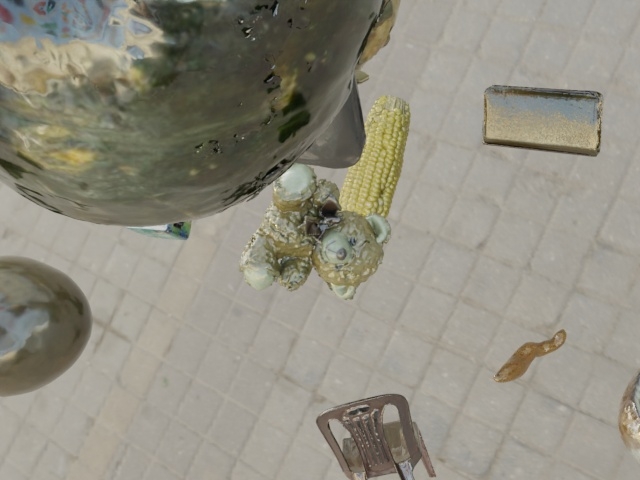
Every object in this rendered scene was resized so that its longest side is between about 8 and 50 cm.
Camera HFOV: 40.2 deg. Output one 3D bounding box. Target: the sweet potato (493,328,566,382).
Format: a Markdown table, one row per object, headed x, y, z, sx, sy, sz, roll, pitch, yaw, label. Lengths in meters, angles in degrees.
| x | y | z | sx | sy | sz | roll | pitch | yaw | label |
| --- | --- | --- | --- | --- | --- | --- | --- | --- | --- |
| 0.338 | 0.190 | 1.430 | 0.044 | 0.179 | 0.044 | 30 | 132 | 40 | sweet potato |

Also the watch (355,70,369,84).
| x | y | z | sx | sy | sz | roll | pitch | yaw | label |
| --- | --- | --- | --- | --- | --- | --- | --- | --- | --- |
| -0.045 | -0.284 | 1.678 | 0.268 | 0.102 | 0.165 | 26 | 115 | 25 | watch |

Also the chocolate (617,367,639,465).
| x | y | z | sx | sy | sz | roll | pitch | yaw | label |
| --- | --- | --- | --- | --- | --- | --- | --- | --- | --- |
| 0.464 | 0.280 | 1.080 | 0.254 | 0.157 | 0.080 | 40 | 127 | 7 | chocolate |

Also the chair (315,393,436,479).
| x | y | z | sx | sy | sz | roll | pitch | yaw | label |
| --- | --- | --- | --- | --- | --- | --- | --- | --- | --- |
| 0.110 | 0.397 | 1.689 | 0.175 | 0.326 | 0.183 | -15 | 21 | 7 | chair |

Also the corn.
| x | y | z | sx | sy | sz | roll | pitch | yaw | label |
| --- | --- | --- | --- | --- | --- | --- | --- | --- | --- |
| 0.127 | -0.172 | 2.050 | 0.130 | 0.130 | 0.347 | 11 | 82 | 31 | corn |

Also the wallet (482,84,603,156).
| x | y | z | sx | sy | sz | roll | pitch | yaw | label |
| --- | --- | --- | --- | --- | --- | --- | --- | --- | --- |
| 0.367 | -0.201 | 1.459 | 0.198 | 0.031 | 0.110 | 10 | 118 | 30 | wallet |

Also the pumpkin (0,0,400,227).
| x | y | z | sx | sy | sz | roll | pitch | yaw | label |
| --- | --- | --- | --- | --- | --- | --- | --- | --- | --- |
| -0.106 | -0.222 | 0.655 | 0.344 | 0.454 | 0.454 | 15 | 80 | 5 | pumpkin |

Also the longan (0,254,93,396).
| x | y | z | sx | sy | sz | roll | pitch | yaw | label |
| --- | --- | --- | --- | --- | --- | --- | --- | --- | --- |
| -0.530 | 0.146 | 1.510 | 0.258 | 0.258 | 0.258 | -9 | 69 | 25 | longan |

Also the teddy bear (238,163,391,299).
| x | y | z | sx | sy | sz | roll | pitch | yaw | label |
| --- | --- | --- | --- | --- | --- | --- | --- | --- | --- |
| 0.000 | 0.000 | 1.695 | 0.256 | 0.156 | 0.267 | 28 | 110 | 0 | teddy bear |

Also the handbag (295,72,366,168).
| x | y | z | sx | sy | sz | roll | pitch | yaw | label |
| --- | --- | --- | --- | --- | --- | --- | --- | --- | --- |
| -0.045 | -0.239 | 1.060 | 0.191 | 0.332 | 0.075 | 14 | 44 | 26 | handbag |

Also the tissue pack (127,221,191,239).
| x | y | z | sx | sy | sz | roll | pitch | yaw | label |
| --- | --- | --- | --- | --- | --- | --- | --- | --- | --- |
| -0.275 | -0.047 | 1.486 | 0.085 | 0.111 | 0.079 | 6 | 83 | 12 | tissue pack |
